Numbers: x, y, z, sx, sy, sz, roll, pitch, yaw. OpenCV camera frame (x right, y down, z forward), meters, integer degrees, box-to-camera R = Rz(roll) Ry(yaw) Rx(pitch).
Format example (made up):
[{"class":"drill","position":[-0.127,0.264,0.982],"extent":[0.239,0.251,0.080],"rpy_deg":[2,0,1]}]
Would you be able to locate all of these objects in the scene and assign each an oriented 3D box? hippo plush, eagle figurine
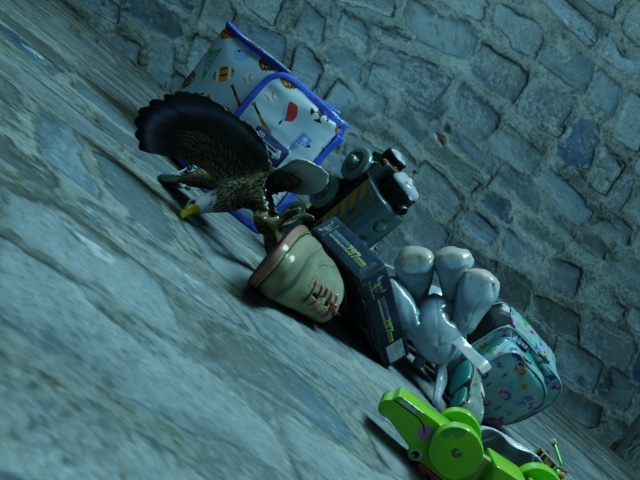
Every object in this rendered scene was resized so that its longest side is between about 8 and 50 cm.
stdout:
[{"class":"hippo plush","position":[0.259,0.156,1.520],"extent":[0.294,0.234,0.236],"rpy_deg":[57,4,22]},{"class":"eagle figurine","position":[-0.162,-0.106,1.270],"extent":[0.225,0.226,0.298],"rpy_deg":[-3,44,-52]}]

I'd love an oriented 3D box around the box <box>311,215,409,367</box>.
[{"class":"box","position":[0.074,0.094,1.363],"extent":[0.183,0.059,0.233],"rpy_deg":[45,-22,49]}]

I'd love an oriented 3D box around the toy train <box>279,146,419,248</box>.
[{"class":"toy train","position":[0.051,-0.041,1.510],"extent":[0.142,0.334,0.190],"rpy_deg":[38,20,-40]}]

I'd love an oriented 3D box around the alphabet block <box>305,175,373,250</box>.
[{"class":"alphabet block","position":[0.032,-0.024,1.835],"extent":[0.193,0.197,0.192],"rpy_deg":[39,6,-1]}]

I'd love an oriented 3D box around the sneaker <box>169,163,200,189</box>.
[{"class":"sneaker","position":[-0.257,-0.137,1.464],"extent":[0.038,0.069,0.098],"rpy_deg":[39,5,4]}]

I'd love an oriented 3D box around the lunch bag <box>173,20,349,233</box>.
[{"class":"lunch bag","position":[-0.158,-0.250,1.694],"extent":[0.385,0.328,0.239],"rpy_deg":[46,11,27]}]

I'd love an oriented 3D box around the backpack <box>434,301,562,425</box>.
[{"class":"backpack","position":[0.402,0.292,1.649],"extent":[0.253,0.225,0.191],"rpy_deg":[42,26,-23]}]

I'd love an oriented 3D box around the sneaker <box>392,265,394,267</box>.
[{"class":"sneaker","position":[0.204,0.135,1.941],"extent":[0.144,0.090,0.270],"rpy_deg":[-6,21,-18]}]

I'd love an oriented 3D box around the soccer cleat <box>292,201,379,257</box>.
[{"class":"soccer cleat","position":[0.000,0.000,2.038],"extent":[0.318,0.116,0.109],"rpy_deg":[24,49,-6]}]

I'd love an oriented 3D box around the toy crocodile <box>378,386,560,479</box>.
[{"class":"toy crocodile","position":[0.211,0.305,0.945],"extent":[0.340,0.105,0.115],"rpy_deg":[35,6,3]}]

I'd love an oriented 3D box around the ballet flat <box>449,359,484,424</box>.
[{"class":"ballet flat","position":[0.292,0.308,1.475],"extent":[0.068,0.072,0.213],"rpy_deg":[45,19,-1]}]

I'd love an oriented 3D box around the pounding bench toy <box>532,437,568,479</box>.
[{"class":"pounding bench toy","position":[0.461,0.445,1.493],"extent":[0.052,0.083,0.065],"rpy_deg":[35,6,-42]}]

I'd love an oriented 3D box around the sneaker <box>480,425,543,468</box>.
[{"class":"sneaker","position":[0.352,0.390,1.379],"extent":[0.152,0.054,0.061],"rpy_deg":[39,3,1]}]

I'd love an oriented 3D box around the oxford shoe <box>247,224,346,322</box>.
[{"class":"oxford shoe","position":[-0.016,0.063,1.193],"extent":[0.130,0.123,0.348],"rpy_deg":[43,6,10]}]

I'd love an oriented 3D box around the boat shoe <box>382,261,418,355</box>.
[{"class":"boat shoe","position":[0.195,0.167,1.722],"extent":[0.355,0.132,0.130],"rpy_deg":[36,6,-26]}]
